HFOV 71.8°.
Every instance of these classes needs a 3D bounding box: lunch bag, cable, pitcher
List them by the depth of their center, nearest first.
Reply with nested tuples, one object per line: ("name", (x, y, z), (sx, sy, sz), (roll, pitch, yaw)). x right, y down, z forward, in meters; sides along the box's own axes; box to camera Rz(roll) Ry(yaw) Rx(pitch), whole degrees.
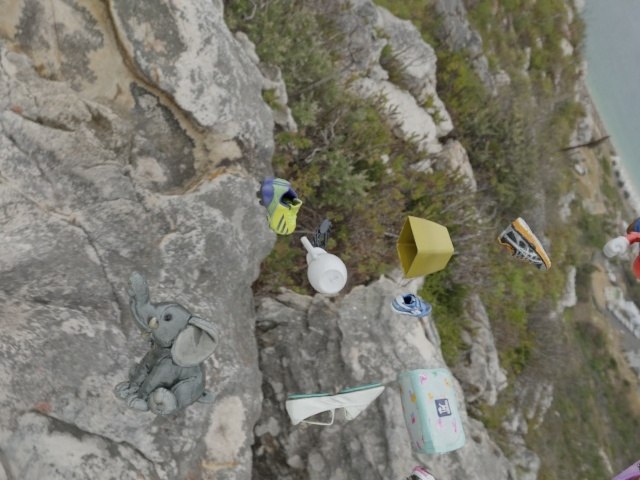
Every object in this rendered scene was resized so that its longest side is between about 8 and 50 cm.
("lunch bag", (0.313, 0.487, 1.271), (0.262, 0.160, 0.223), (52, 28, -64))
("pitcher", (0.000, 0.078, 1.461), (0.125, 0.207, 0.177), (-37, 110, 1))
("cable", (0.000, 0.000, 1.788), (0.150, 0.047, 0.184), (87, 21, -61))

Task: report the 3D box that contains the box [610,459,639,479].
("box", (0.844, 0.683, 1.113), (0.057, 0.201, 0.293), (28, 112, -22))

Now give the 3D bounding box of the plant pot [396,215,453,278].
("plant pot", (0.478, 0.034, 2.009), (0.187, 0.212, 0.212), (2, 51, -9))

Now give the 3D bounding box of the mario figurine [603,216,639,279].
("mario figurine", (0.885, 0.040, 1.178), (0.320, 0.198, 0.170), (-28, 100, -52))

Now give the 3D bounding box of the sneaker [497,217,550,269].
("sneaker", (0.583, 0.021, 1.263), (0.215, 0.083, 0.084), (41, 27, -28))

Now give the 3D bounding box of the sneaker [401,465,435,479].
("sneaker", (0.208, 0.608, 1.050), (0.077, 0.072, 0.178), (-32, 140, -39))

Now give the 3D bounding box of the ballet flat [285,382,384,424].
("ballet flat", (0.064, 0.660, 1.764), (0.400, 0.139, 0.139), (-9, 91, 0))

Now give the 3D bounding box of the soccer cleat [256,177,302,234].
("soccer cleat", (-0.111, -0.097, 1.410), (0.289, 0.121, 0.093), (69, 27, -60))

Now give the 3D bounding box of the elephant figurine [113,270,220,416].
("elephant figurine", (-0.279, 0.193, 0.841), (0.169, 0.186, 0.239), (13, 86, 6))

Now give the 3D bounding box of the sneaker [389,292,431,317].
("sneaker", (0.284, 0.196, 1.348), (0.144, 0.059, 0.053), (8, 36, -25))
